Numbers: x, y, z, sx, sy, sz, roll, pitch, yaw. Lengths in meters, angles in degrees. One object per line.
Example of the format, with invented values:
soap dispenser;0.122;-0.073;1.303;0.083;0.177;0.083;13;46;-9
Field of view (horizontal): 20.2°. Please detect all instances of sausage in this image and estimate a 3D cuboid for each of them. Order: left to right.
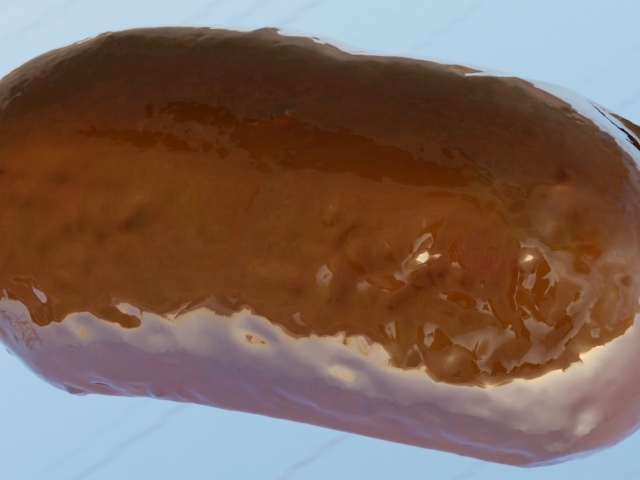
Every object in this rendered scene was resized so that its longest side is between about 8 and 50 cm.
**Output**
sausage;0.000;-0.003;0.574;0.258;0.133;0.133;10;-138;17
